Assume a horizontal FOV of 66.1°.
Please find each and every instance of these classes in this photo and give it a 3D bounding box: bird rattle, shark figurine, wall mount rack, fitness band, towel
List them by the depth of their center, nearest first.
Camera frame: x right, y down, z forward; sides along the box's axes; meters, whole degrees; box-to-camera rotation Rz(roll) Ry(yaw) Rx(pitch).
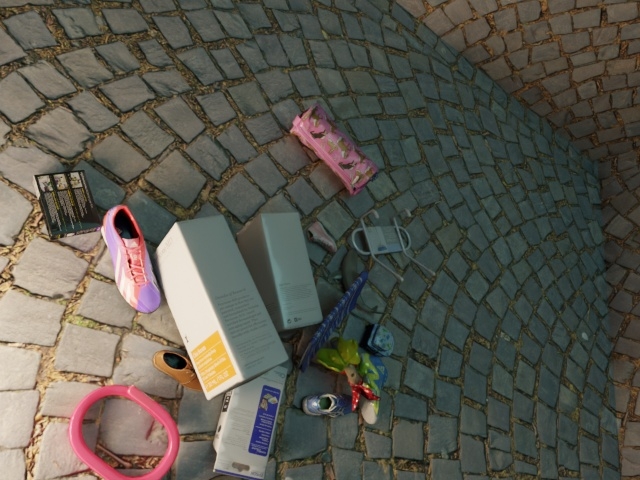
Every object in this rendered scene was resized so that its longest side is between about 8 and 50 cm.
[{"bbox_3d":[-0.506,0.506,1.278,0.291,0.054,0.209,45,56,-11],"label":"fitness band"},{"bbox_3d":[0.047,0.268,1.633,0.040,0.243,0.336,33,54,12],"label":"towel"},{"bbox_3d":[0.101,0.421,1.637,0.143,0.207,0.254,-35,109,1],"label":"bird rattle"},{"bbox_3d":[0.144,0.170,1.812,0.166,0.116,0.278,-22,84,-37],"label":"shark figurine"},{"bbox_3d":[0.296,0.025,1.941,0.349,0.130,0.304,-5,72,-41],"label":"wall mount rack"}]

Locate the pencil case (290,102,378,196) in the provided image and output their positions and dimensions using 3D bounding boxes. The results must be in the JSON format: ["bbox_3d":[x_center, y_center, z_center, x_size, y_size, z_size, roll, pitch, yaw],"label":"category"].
[{"bbox_3d":[0.053,-0.355,1.923,0.160,0.167,0.386,-45,102,-1],"label":"pencil case"}]

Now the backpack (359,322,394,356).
[{"bbox_3d":[0.219,0.370,1.803,0.114,0.084,0.105,39,57,-20],"label":"backpack"}]

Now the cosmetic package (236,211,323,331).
[{"bbox_3d":[-0.138,0.111,1.587,0.155,0.197,0.366,-4,76,-34],"label":"cosmetic package"}]

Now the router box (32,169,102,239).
[{"bbox_3d":[-0.705,-0.102,1.372,0.133,0.046,0.179,-14,81,-38],"label":"router box"}]

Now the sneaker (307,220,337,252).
[{"bbox_3d":[0.000,0.000,1.816,0.070,0.051,0.134,-35,90,-36],"label":"sneaker"}]

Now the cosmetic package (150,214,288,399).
[{"bbox_3d":[-0.294,0.183,1.381,0.161,0.230,0.454,-14,71,-43],"label":"cosmetic package"}]

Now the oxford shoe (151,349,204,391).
[{"bbox_3d":[-0.373,0.375,1.402,0.212,0.076,0.076,31,56,-23],"label":"oxford shoe"}]

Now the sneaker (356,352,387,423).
[{"bbox_3d":[0.196,0.513,1.728,0.126,0.091,0.240,5,69,-34],"label":"sneaker"}]

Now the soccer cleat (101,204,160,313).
[{"bbox_3d":[-0.530,0.053,1.388,0.108,0.116,0.319,-17,83,-37],"label":"soccer cleat"}]

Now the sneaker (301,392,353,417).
[{"bbox_3d":[0.043,0.543,1.618,0.211,0.081,0.080,7,67,-34],"label":"sneaker"}]

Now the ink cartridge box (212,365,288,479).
[{"bbox_3d":[-0.212,0.523,1.463,0.165,0.065,0.333,26,58,-24],"label":"ink cartridge box"}]

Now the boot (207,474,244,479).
[{"bbox_3d":[-0.287,0.678,1.289,0.246,0.161,0.084,4,71,-33],"label":"boot"}]
